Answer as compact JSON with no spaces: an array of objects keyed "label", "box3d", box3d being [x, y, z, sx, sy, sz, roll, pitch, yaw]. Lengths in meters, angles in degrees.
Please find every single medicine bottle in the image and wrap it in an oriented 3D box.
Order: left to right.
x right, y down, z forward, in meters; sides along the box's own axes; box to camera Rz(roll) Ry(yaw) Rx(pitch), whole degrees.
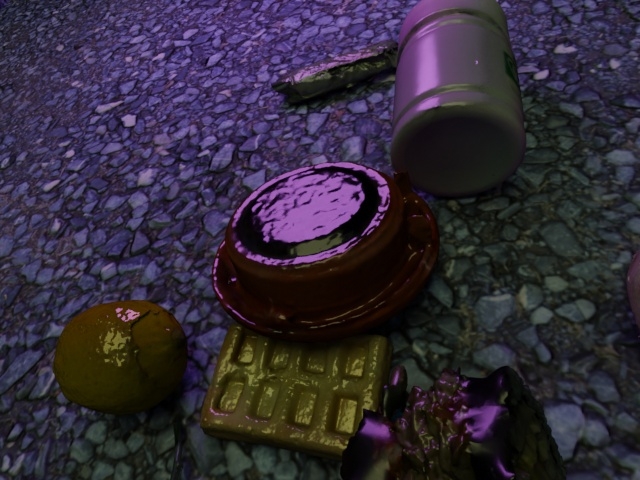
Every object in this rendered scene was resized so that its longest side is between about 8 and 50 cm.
[{"label":"medicine bottle","box3d":[0.233,-0.259,0.849,0.212,0.212,0.325,-4,54,17]}]

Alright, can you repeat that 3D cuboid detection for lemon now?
[{"label":"lemon","box3d":[-0.299,0.173,0.732,0.193,0.180,0.180,13,57,2]}]

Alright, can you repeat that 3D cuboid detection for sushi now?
[{"label":"sushi","box3d":[0.137,0.259,0.500,0.219,0.224,0.238,-20,7,21]}]

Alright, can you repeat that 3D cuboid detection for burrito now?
[{"label":"burrito","box3d":[0.039,-0.383,1.106,0.309,0.066,0.096,-13,46,9]}]

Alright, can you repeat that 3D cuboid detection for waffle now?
[{"label":"waffle","box3d":[-0.037,0.208,0.689,0.274,0.057,0.167,2,55,21]}]

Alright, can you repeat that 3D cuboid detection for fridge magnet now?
[{"label":"fridge magnet","box3d":[0.000,0.000,0.761,0.364,0.155,0.363,-11,39,9]}]

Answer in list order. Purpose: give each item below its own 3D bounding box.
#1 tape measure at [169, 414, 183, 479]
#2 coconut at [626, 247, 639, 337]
[{"label":"tape measure","box3d":[-0.285,0.381,0.630,0.164,0.084,0.330,0,56,15]},{"label":"coconut","box3d":[0.443,0.054,0.560,0.161,0.161,0.162,-3,86,18]}]
